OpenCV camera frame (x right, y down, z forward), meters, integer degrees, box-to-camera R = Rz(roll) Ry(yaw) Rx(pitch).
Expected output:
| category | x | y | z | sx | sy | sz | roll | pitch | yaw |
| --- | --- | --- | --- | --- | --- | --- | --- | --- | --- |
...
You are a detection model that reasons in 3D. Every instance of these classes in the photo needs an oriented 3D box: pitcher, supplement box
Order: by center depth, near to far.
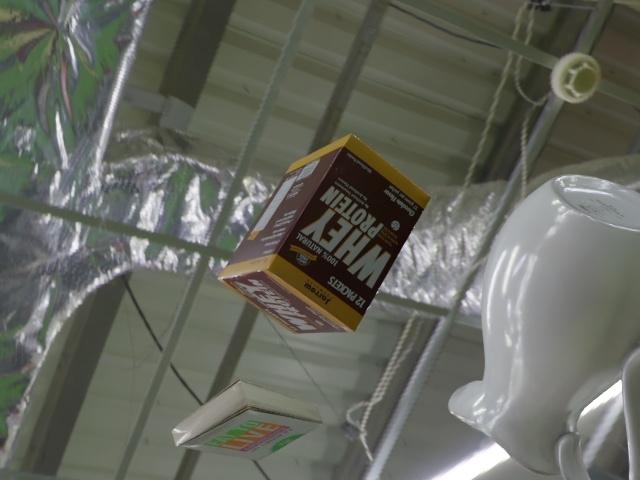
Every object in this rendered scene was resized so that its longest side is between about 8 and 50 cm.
| category | x | y | z | sx | sy | sz | roll | pitch | yaw |
| --- | --- | --- | --- | --- | --- | --- | --- | --- | --- |
| pitcher | 0.184 | 0.076 | 0.603 | 0.125 | 0.178 | 0.207 | -7 | -57 | -33 |
| supplement box | 0.000 | 0.000 | 1.071 | 0.129 | 0.191 | 0.194 | 37 | -109 | -16 |

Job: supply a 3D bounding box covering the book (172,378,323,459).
| category | x | y | z | sx | sy | sz | roll | pitch | yaw |
| --- | --- | --- | --- | --- | --- | --- | --- | --- | --- |
| book | -0.075 | 0.196 | 0.916 | 0.096 | 0.035 | 0.144 | -34 | -32 | 19 |
